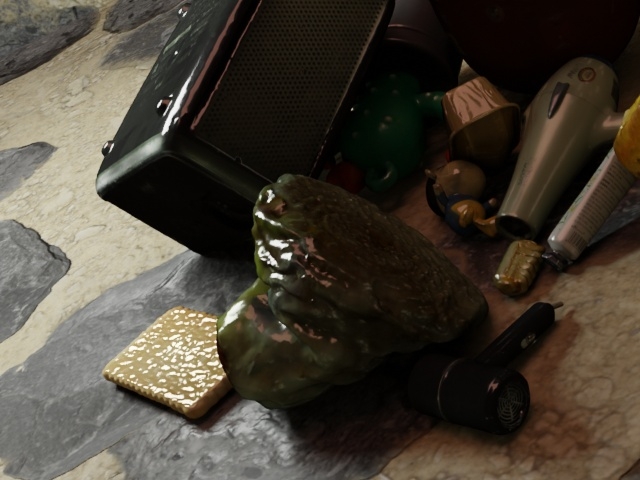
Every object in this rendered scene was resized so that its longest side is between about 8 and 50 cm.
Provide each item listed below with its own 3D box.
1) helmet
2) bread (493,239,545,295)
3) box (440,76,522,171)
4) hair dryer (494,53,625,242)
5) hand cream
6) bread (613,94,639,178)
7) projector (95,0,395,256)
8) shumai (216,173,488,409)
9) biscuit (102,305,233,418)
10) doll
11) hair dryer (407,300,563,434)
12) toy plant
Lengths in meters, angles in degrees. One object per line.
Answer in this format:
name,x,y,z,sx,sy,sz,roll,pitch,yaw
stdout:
helmet,0.331,-0.327,1.865,0.338,0.230,0.385,-19,18,7
bread,0.242,0.035,1.560,0.049,0.033,0.088,6,46,27
box,0.220,-0.150,1.762,0.111,0.177,0.111,-3,73,8
hair dryer,0.352,-0.099,1.640,0.296,0.119,0.298,-44,43,-14
hand cream,0.335,-0.048,1.554,0.194,0.067,0.042,-53,27,-7
bread,0.458,-0.170,1.433,0.172,0.312,0.312,31,52,9
projector,-0.120,-0.221,1.896,0.395,0.242,0.405,-21,42,64
shumai,0.012,0.100,1.551,0.263,0.304,0.309,-59,5,18
biscuit,-0.183,0.162,1.744,0.160,0.030,0.250,-43,30,-26
doll,0.189,-0.060,1.719,0.088,0.102,0.179,-67,26,12
hair dryer,0.208,0.127,1.415,0.124,0.071,0.219,7,36,47
toy plant,0.125,-0.221,1.959,0.280,0.185,0.400,12,48,11
